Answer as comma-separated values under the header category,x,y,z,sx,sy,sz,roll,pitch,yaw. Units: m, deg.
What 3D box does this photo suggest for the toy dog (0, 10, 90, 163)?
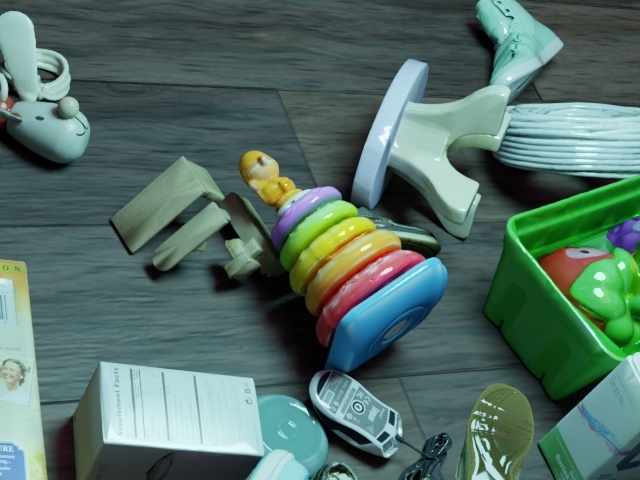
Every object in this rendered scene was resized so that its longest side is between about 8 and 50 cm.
category,x,y,z,sx,sy,sz,roll,pitch,yaw
toy dog,-0.435,-0.226,1.711,0.334,0.161,0.220,9,48,-23

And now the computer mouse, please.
category,x,y,z,sx,sy,sz,roll,pitch,yaw
computer mouse,0.063,0.225,1.678,0.193,0.042,0.106,36,47,-4

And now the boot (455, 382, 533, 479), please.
category,x,y,z,sx,sy,sz,roll,pitch,yaw
boot,0.176,0.283,1.595,0.077,0.165,0.213,18,51,-3

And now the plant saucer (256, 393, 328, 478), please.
category,x,y,z,sx,sy,sz,roll,pitch,yaw
plant saucer,-0.041,0.224,1.631,0.119,0.021,0.119,16,45,-17

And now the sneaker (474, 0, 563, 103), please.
category,x,y,z,sx,sy,sz,roll,pitch,yaw
sneaker,0.288,-0.311,2.253,0.151,0.094,0.256,43,34,3

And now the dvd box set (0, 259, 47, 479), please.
category,x,y,z,sx,sy,sz,roll,pitch,yaw
dvd box set,-0.435,0.190,1.407,0.308,0.062,0.420,5,50,-26

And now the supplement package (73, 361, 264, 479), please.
category,x,y,z,sx,sy,sz,roll,pitch,yaw
supplement package,-0.166,0.209,1.511,0.179,0.105,0.105,8,48,-23

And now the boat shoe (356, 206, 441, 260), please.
category,x,y,z,sx,sy,sz,roll,pitch,yaw
boat shoe,0.054,-0.011,1.857,0.224,0.080,0.073,2,56,-23

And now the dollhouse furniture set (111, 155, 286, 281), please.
category,x,y,z,sx,sy,sz,roll,pitch,yaw
dollhouse furniture set,-0.149,0.003,1.767,0.144,0.123,0.151,56,13,23

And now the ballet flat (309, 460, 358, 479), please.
category,x,y,z,sx,sy,sz,roll,pitch,yaw
ballet flat,0.043,0.328,1.554,0.070,0.070,0.188,-11,58,-37

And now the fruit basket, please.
category,x,y,z,sx,sy,sz,roll,pitch,yaw
fruit basket,0.448,0.025,1.845,0.392,0.392,0.283,-18,62,-39

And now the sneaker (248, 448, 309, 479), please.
category,x,y,z,sx,sy,sz,roll,pitch,yaw
sneaker,-0.015,0.373,1.413,0.208,0.127,0.319,17,53,4

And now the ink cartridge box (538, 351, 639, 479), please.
category,x,y,z,sx,sy,sz,roll,pitch,yaw
ink cartridge box,0.398,0.227,1.741,0.154,0.212,0.093,-2,53,-32

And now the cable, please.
category,x,y,z,sx,sy,sz,roll,pitch,yaw
cable,0.381,-0.152,2.083,0.257,0.089,0.257,-4,14,-25

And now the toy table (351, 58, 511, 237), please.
category,x,y,z,sx,sy,sz,roll,pitch,yaw
toy table,0.158,-0.129,1.925,0.161,0.252,0.274,19,53,9

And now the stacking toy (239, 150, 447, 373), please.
category,x,y,z,sx,sy,sz,roll,pitch,yaw
stacking toy,0.000,0.000,1.726,0.166,0.175,0.302,-33,70,-22
